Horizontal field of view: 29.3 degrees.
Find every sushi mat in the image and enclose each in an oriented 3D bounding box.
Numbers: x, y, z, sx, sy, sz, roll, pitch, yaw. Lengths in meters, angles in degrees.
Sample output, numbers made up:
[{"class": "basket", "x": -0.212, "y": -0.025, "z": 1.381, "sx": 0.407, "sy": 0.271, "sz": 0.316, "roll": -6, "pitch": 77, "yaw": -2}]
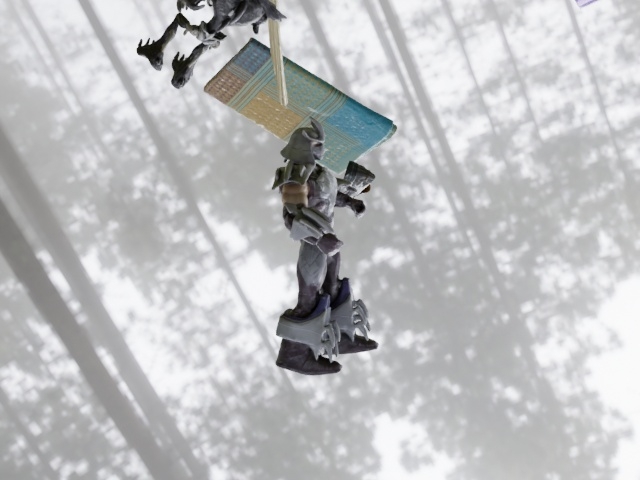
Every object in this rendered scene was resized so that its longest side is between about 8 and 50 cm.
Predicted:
[{"class": "sushi mat", "x": -0.079, "y": -0.379, "z": 2.036, "sx": 0.019, "sy": 0.317, "sz": 0.151, "roll": -8, "pitch": -123, "yaw": -3}]

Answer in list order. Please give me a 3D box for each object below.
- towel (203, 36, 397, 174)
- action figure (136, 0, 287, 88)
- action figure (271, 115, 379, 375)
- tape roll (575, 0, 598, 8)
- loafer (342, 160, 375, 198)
[{"class": "towel", "x": -0.046, "y": -0.287, "z": 2.639, "sx": 0.271, "sy": 0.370, "sz": 0.040, "roll": -31, "pitch": -147, "yaw": 57}, {"class": "action figure", "x": -0.166, "y": -0.362, "z": 1.895, "sx": 0.275, "sy": 0.164, "sz": 0.141, "roll": -35, "pitch": -132, "yaw": 33}, {"class": "action figure", "x": 0.000, "y": 0.000, "z": 1.369, "sx": 0.099, "sy": 0.285, "sz": 0.185, "roll": 2, "pitch": -162, "yaw": 21}, {"class": "tape roll", "x": 0.495, "y": -0.543, "z": 2.331, "sx": 0.080, "sy": 0.189, "sz": 0.189, "roll": -22, "pitch": -152, "yaw": 19}, {"class": "loafer", "x": 0.073, "y": -0.111, "z": 2.521, "sx": 0.170, "sy": 0.061, "sz": 0.062, "roll": 110, "pitch": -2, "yaw": -77}]
